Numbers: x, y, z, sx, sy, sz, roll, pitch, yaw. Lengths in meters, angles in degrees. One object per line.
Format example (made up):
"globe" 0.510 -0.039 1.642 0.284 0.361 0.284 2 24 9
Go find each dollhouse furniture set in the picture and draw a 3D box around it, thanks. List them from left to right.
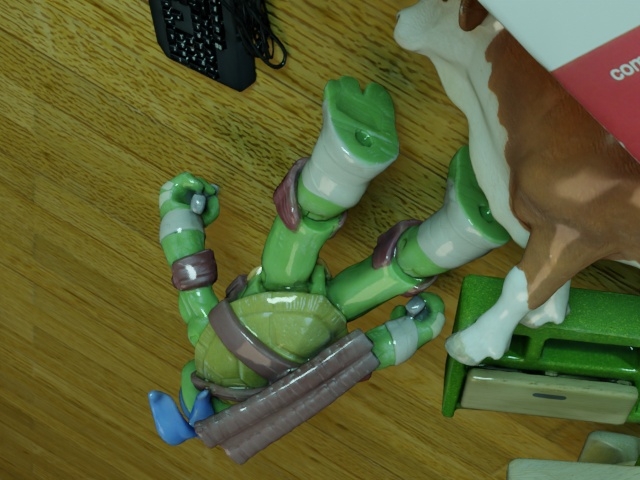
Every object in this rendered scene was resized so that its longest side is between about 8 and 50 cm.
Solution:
"dollhouse furniture set" 0.143 0.195 0.700 0.151 0.197 0.301 5 140 2

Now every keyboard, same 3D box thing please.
"keyboard" -0.073 -0.154 0.663 0.100 0.038 0.192 22 150 16

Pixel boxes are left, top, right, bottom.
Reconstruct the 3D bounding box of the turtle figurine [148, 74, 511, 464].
"turtle figurine" 0.000 0.000 0.765 0.198 0.274 0.266 52 131 8

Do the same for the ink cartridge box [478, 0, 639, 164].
"ink cartridge box" 0.082 -0.179 0.313 0.273 0.197 0.114 40 148 -16

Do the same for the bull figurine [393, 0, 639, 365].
"bull figurine" 0.165 -0.014 0.541 0.310 0.101 0.188 21 120 7
